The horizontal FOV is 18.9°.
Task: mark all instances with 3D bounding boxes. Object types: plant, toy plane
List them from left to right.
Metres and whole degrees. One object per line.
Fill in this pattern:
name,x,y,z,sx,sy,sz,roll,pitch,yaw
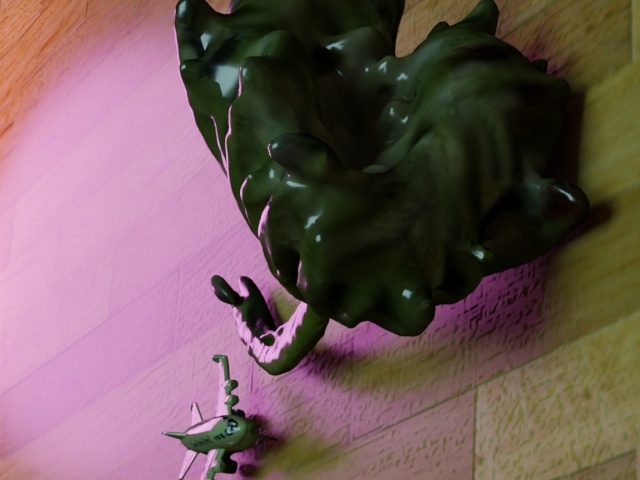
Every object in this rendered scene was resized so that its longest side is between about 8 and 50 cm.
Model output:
toy plane,-0.060,0.117,1.153,0.111,0.040,0.102,-16,64,60
plant,0.033,-0.002,1.013,0.333,0.180,0.251,84,171,-52
